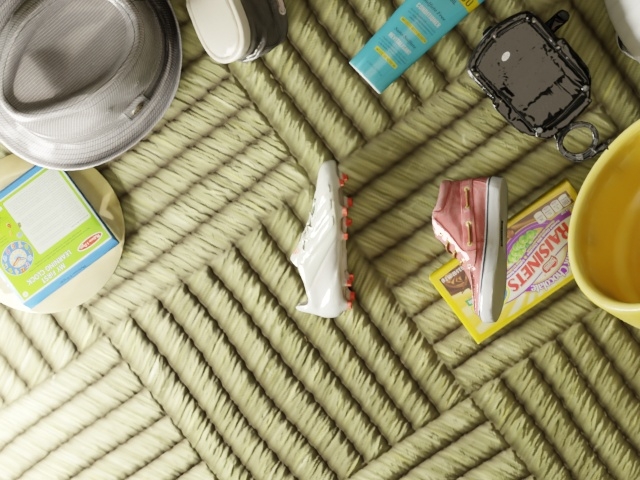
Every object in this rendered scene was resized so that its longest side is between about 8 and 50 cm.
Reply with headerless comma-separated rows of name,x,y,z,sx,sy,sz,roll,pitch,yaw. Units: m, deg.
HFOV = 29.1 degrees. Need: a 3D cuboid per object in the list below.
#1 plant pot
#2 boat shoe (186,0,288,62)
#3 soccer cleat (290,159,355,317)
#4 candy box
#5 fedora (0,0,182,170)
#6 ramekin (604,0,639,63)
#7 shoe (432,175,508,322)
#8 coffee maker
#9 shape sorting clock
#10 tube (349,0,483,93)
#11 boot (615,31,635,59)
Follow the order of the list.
plant pot,0.445,0.006,1.360,0.239,0.254,0.254,28,104,-31
boat shoe,-0.130,-0.370,1.438,0.112,0.095,0.335,-14,97,44
soccer cleat,0.000,0.000,1.499,0.076,0.068,0.196,0,104,9
candy box,0.245,0.026,1.498,0.206,0.027,0.105,-37,97,11
fedora,-0.295,-0.210,1.441,0.275,0.124,0.243,-35,96,3
ramekin,0.437,-0.285,1.312,0.277,0.135,0.277,4,74,-15
shoe,0.176,0.010,1.461,0.081,0.063,0.178,-1,76,21
coffee maker,0.240,-0.169,1.383,0.120,0.178,0.171,-19,96,11
shape sorting clock,-0.347,-0.012,1.541,0.206,0.040,0.206,0,90,2
tube,0.124,-0.263,1.448,0.080,0.052,0.207,44,96,-10
boot,0.430,-0.204,1.405,0.190,0.086,0.069,18,102,2
